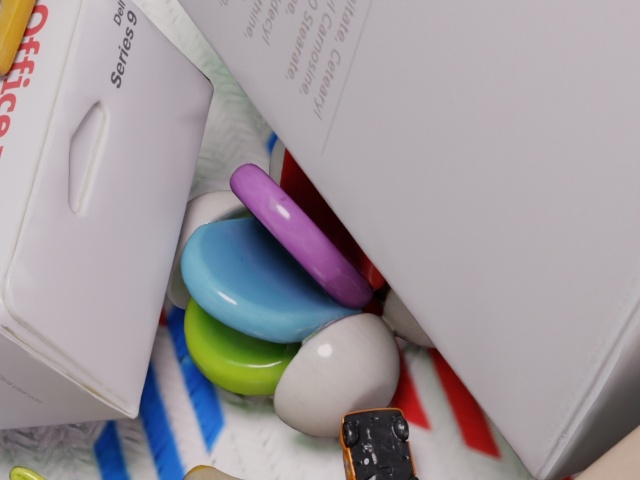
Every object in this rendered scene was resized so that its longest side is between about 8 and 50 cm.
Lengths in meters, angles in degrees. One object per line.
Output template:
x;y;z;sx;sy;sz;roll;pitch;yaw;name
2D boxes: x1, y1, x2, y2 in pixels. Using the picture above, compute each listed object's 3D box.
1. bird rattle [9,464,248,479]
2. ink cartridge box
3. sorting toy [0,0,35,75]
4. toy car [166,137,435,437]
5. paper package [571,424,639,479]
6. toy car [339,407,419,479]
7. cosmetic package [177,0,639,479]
-0.026;0.168;0.863;0.253;0.143;0.207;10;21;19;bird rattle
-0.220;-0.008;0.986;0.289;0.121;0.211;-7;58;31;ink cartridge box
-0.299;-0.104;0.986;0.348;0.047;0.196;-15;53;26;sorting toy
0.000;0.000;0.972;0.182;0.136;0.159;-38;61;-10;toy car
0.205;0.191;0.642;0.325;0.168;0.309;-38;37;-7;paper package
0.060;0.104;0.956;0.122;0.040;0.060;-22;73;-24;toy car
0.164;-0.169;0.856;0.329;0.327;0.393;-15;54;-32;cosmetic package
